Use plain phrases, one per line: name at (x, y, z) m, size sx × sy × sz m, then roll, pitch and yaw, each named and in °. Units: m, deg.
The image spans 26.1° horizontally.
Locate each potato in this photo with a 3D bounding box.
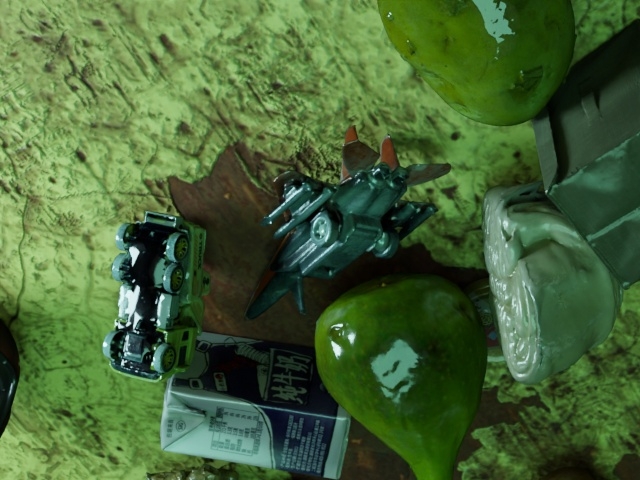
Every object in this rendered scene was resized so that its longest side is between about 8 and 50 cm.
potato at (0.160, -0.231, 1.404) m, size 0.186 × 0.148 × 0.253 m, roll 5°, pitch 131°, yaw 33°

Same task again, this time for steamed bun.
steamed bun at (0.258, 0.037, 1.507) m, size 0.144 × 0.218 × 0.211 m, roll -7°, pitch 96°, yaw 1°

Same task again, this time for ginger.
ginger at (-0.111, 0.336, 1.803) m, size 0.214 × 0.059 × 0.133 m, roll -10°, pitch 124°, yaw 11°

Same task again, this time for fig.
fig at (0.110, 0.176, 1.582) m, size 0.206 × 0.206 × 0.275 m, roll -17°, pitch 95°, yaw 13°

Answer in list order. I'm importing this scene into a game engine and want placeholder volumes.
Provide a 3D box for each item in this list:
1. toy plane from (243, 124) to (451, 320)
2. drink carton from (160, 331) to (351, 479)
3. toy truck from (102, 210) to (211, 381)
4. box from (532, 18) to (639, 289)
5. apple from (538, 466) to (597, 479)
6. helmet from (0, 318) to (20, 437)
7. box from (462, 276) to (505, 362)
toy plane at (0.002, 0.005, 1.575) m, size 0.223 × 0.104 × 0.326 m, roll 11°, pitch 129°, yaw -36°
drink carton at (-0.075, 0.197, 1.675) m, size 0.222 × 0.134 × 0.102 m, roll 9°, pitch 123°, yaw -1°
toy truck at (-0.180, 0.063, 1.608) m, size 0.085 × 0.116 × 0.191 m, roll 9°, pitch 95°, yaw 27°
box at (0.320, -0.095, 1.421) m, size 0.149 × 0.231 × 0.155 m, roll -34°, pitch 112°, yaw 21°
apple at (0.322, 0.345, 1.745) m, size 0.126 × 0.126 × 0.102 m, roll 35°, pitch 101°, yaw -16°
helmet at (-0.456, 0.164, 1.644) m, size 0.189 × 0.193 × 0.216 m, roll 21°, pitch 124°, yaw -14°
box at (0.209, 0.095, 1.653) m, size 0.105 × 0.037 × 0.105 m, roll 2°, pitch 120°, yaw 3°
